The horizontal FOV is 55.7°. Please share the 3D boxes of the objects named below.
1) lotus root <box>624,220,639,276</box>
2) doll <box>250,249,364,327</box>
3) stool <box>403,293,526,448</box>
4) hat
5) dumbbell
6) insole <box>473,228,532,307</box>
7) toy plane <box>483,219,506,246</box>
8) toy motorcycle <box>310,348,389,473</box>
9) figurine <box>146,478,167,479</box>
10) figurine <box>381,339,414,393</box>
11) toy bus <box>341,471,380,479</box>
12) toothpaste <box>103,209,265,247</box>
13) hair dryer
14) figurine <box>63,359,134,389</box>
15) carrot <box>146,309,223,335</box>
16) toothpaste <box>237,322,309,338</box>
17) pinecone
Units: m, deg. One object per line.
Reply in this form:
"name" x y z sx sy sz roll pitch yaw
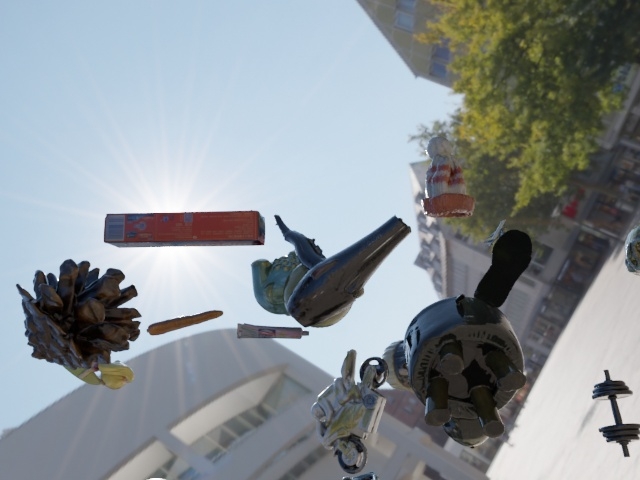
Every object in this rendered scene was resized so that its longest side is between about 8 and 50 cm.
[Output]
"lotus root" 0.824 0.015 1.429 0.349 0.175 0.175 -10 -55 -52
"doll" -0.036 0.117 1.442 0.177 0.260 0.162 -12 -78 -38
"stool" 0.205 0.187 0.813 0.153 0.228 0.139 -28 20 14
"hat" 0.240 -0.124 1.169 0.112 0.093 0.163 7 -100 -47
"dumbbell" 0.725 0.421 1.487 0.099 0.099 0.209 62 -157 -64
"insole" 0.293 0.043 0.963 0.188 0.064 0.004 -49 -25 -38
"toy plane" 0.442 -0.017 1.518 0.084 0.024 0.078 -47 8 -11
"toy motorcycle" 0.052 0.329 1.190 0.074 0.151 0.229 33 -112 -54
"figurine" -0.493 0.803 1.610 0.344 0.187 0.215 -51 0 -26
"figurine" 0.333 0.385 2.063 0.185 0.204 0.332 -28 -29 -44
"toy bus" 0.096 0.742 1.504 0.343 0.183 0.200 -38 -71 -87
"toothpaste" -0.277 -0.022 1.249 0.076 0.320 0.066 59 -148 -80
"hair dryer" 0.000 0.000 1.329 0.304 0.359 0.120 -45 -46 -1
"figurine" -0.524 0.291 1.412 0.083 0.187 0.083 -61 3 5
"carrot" -0.431 0.259 1.940 0.247 0.043 0.043 -13 -44 -18
"toothpaste" -0.111 0.216 1.423 0.028 0.169 0.045 -93 7 -57
"pinecone" -0.429 0.131 1.090 0.201 0.228 0.203 -12 -83 -38
